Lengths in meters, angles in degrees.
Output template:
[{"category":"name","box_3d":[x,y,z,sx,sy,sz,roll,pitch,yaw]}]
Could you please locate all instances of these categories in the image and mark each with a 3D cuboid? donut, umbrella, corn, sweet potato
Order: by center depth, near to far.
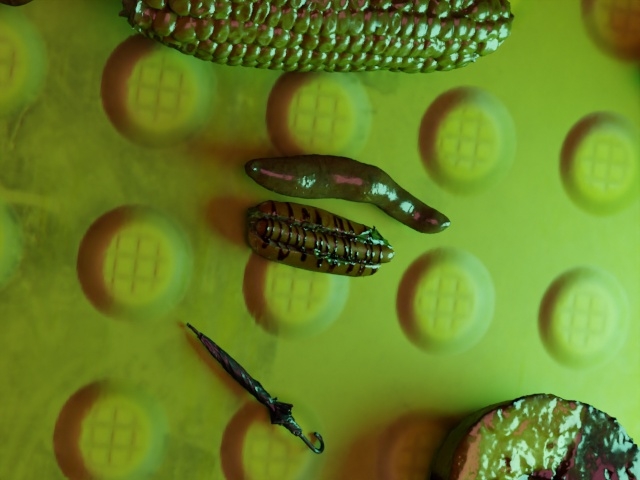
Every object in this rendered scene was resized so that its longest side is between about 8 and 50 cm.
[{"category":"corn","box_3d":[-0.011,-0.177,1.197,0.322,0.119,0.119,7,90,-22]},{"category":"umbrella","box_3d":[-0.048,0.114,1.250,0.149,0.022,0.022,42,35,-19]},{"category":"sweet potato","box_3d":[0.022,-0.042,1.258,0.179,0.044,0.044,13,88,-28]},{"category":"donut","box_3d":[0.170,0.201,1.317,0.184,0.073,0.166,7,91,-22]}]

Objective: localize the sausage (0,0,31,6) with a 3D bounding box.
[{"category":"sausage","box_3d":[-0.170,-0.245,1.147,0.197,0.076,0.076,-47,109,-13]}]

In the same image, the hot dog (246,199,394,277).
[{"category":"hot dog","box_3d":[0.000,0.000,1.254,0.122,0.037,0.049,11,92,-21]}]
